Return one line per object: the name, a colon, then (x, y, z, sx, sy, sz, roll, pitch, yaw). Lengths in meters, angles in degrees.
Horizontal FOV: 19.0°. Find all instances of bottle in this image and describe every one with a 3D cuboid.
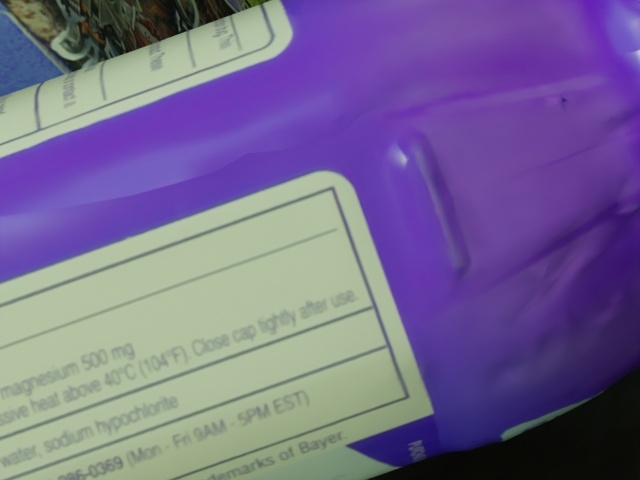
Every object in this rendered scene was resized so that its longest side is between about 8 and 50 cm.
bottle: (0.000, 0.000, 0.358, 0.283, 0.092, 0.118, -20, 2, 0)

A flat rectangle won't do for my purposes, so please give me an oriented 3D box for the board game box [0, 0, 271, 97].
board game box: (-0.134, -0.080, 0.550, 0.232, 0.141, 0.291, -25, 43, 22)
